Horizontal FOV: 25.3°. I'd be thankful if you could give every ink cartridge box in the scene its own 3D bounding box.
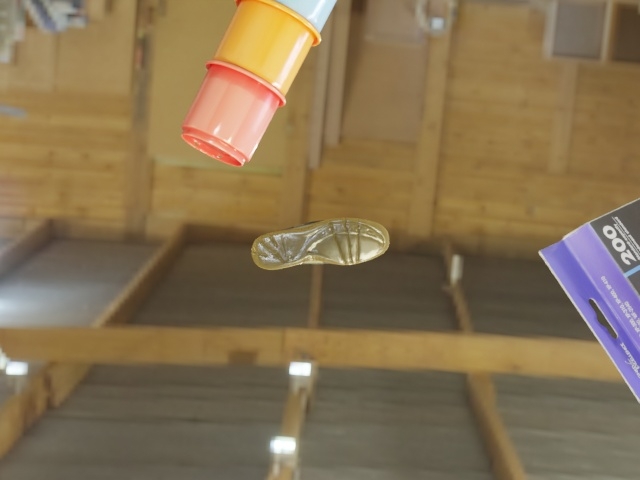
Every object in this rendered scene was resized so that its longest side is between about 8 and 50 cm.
[{"bbox_3d":[0.372,0.060,1.628,0.208,0.206,0.045,-23,165,-44],"label":"ink cartridge box"}]

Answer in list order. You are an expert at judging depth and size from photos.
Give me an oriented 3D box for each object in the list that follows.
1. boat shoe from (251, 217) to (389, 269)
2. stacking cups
[{"bbox_3d":[0.000,0.000,1.586,0.152,0.056,0.049,-4,-170,2],"label":"boat shoe"},{"bbox_3d":[-0.028,-0.216,1.195,0.096,0.316,0.096,28,171,5],"label":"stacking cups"}]
